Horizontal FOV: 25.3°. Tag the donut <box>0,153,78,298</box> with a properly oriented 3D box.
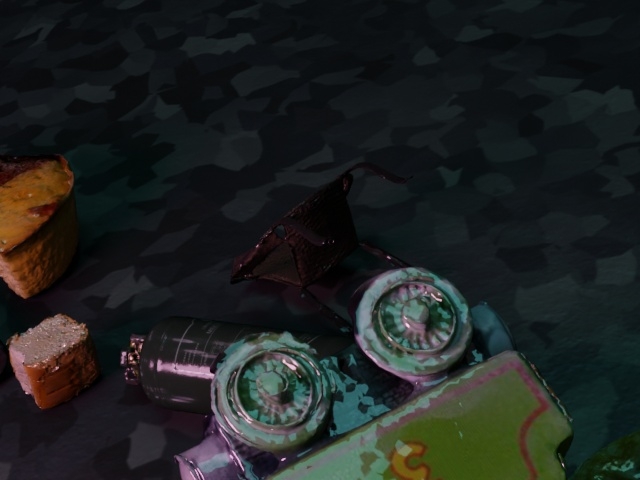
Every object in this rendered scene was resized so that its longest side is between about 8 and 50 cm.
[{"bbox_3d":[-0.370,-0.032,1.718,0.151,0.112,0.295,-30,38,-26],"label":"donut"}]

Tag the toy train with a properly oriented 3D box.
[{"bbox_3d":[0.054,0.176,1.155,0.307,0.173,0.249,-26,62,-16],"label":"toy train"}]

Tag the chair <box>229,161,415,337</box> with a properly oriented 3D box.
[{"bbox_3d":[0.000,0.000,1.506,0.174,0.149,0.213,-38,36,-29],"label":"chair"}]

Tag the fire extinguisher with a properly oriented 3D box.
[{"bbox_3d":[-0.077,0.127,1.392,0.311,0.095,0.114,5,9,25],"label":"fire extinguisher"}]

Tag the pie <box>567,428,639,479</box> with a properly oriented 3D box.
[{"bbox_3d":[0.303,0.225,1.138,0.240,0.054,0.240,-9,32,6],"label":"pie"}]

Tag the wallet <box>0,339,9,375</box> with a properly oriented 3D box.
[{"bbox_3d":[-0.524,0.093,1.636,0.228,0.062,0.406,-27,37,-18],"label":"wallet"}]

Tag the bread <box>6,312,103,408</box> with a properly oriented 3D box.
[{"bbox_3d":[-0.275,0.127,1.482,0.083,0.070,0.077,-32,37,-22],"label":"bread"}]
